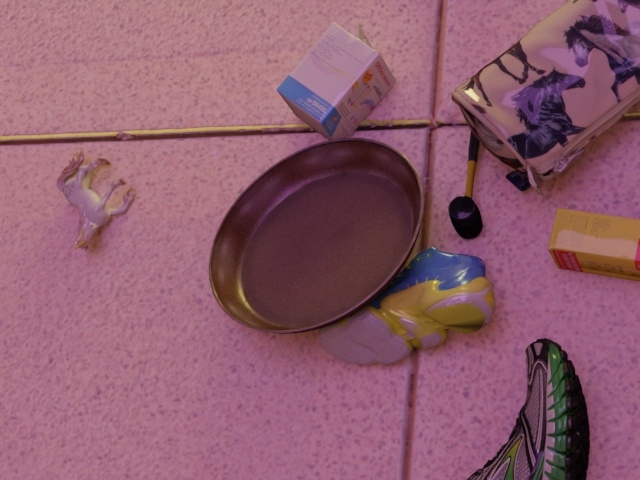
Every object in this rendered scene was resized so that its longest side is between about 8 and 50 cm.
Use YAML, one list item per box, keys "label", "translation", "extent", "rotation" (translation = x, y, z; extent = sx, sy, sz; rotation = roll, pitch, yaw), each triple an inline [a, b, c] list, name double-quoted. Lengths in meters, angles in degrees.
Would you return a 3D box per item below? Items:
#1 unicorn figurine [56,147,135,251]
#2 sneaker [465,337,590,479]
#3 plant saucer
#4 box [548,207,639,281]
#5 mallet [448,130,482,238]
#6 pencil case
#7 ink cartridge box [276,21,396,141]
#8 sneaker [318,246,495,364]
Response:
- label: "unicorn figurine"
  translation: [-0.325, -0.054, 2.061]
  extent: [0.111, 0.060, 0.162]
  rotation: [-44, 47, 0]
- label: "sneaker"
  translation: [0.231, 0.278, 1.702]
  extent: [0.146, 0.134, 0.343]
  rotation: [7, 73, 21]
- label: "plant saucer"
  translation: [0.000, 0.000, 1.888]
  extent: [0.310, 0.050, 0.310]
  rotation: [-18, 47, 21]
- label: "box"
  translation: [0.402, 0.015, 1.770]
  extent: [0.232, 0.087, 0.058]
  rotation: [10, 74, 21]
- label: "mallet"
  translation: [0.201, -0.091, 1.910]
  extent: [0.039, 0.062, 0.189]
  rotation: [1, 56, 17]
- label: "pencil case"
  translation: [0.377, -0.236, 1.832]
  extent: [0.410, 0.160, 0.183]
  rotation: [-37, 72, 3]
- label: "ink cartridge box"
  translation: [0.029, -0.219, 1.978]
  extent: [0.090, 0.092, 0.143]
  rotation: [39, 86, 26]
- label: "sneaker"
  translation: [0.114, 0.081, 1.856]
  extent: [0.240, 0.091, 0.126]
  rotation: [-13, 38, 23]
